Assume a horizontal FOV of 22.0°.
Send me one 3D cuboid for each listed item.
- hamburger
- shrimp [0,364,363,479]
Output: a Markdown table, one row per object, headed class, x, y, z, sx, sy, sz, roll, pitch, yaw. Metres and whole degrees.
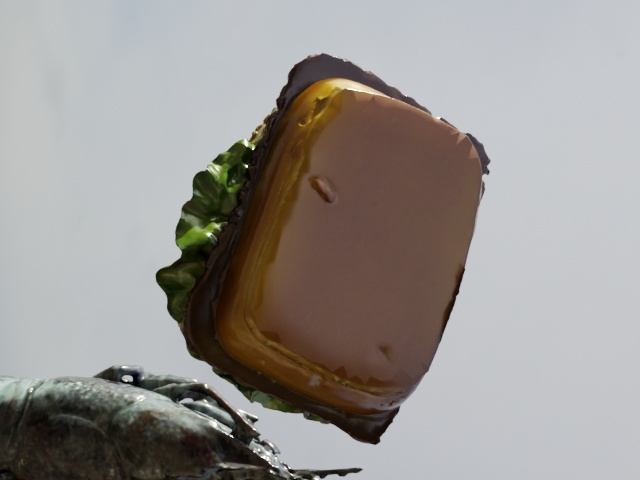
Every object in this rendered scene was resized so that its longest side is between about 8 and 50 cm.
| class | x | y | z | sx | sy | sz | roll | pitch | yaw |
| --- | --- | --- | --- | --- | --- | --- | --- | --- | --- |
| hamburger | 0.000 | 0.000 | 0.763 | 0.087 | 0.137 | 0.166 | -18 | -135 | 64 |
| shrimp | -0.132 | 0.156 | 1.308 | 0.137 | 0.372 | 0.172 | 91 | 13 | -52 |
